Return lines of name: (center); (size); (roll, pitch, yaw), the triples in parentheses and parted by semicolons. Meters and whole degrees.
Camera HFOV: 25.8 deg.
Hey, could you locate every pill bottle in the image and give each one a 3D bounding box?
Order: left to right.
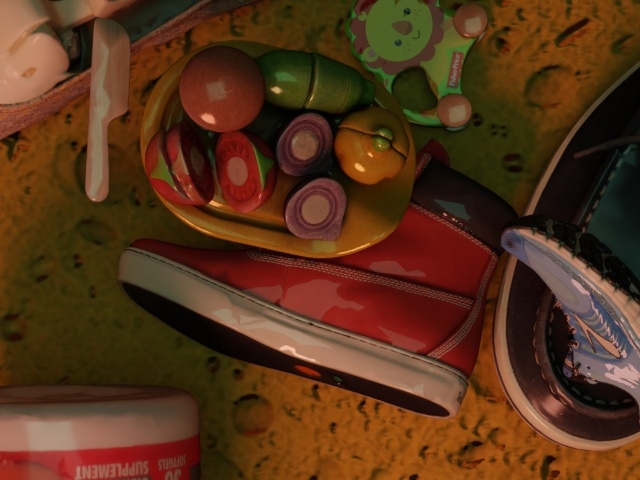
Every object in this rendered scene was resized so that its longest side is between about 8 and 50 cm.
pill bottle: (-0.161, 0.252, 0.868); (0.176, 0.176, 0.318); (-1, 89, -1)

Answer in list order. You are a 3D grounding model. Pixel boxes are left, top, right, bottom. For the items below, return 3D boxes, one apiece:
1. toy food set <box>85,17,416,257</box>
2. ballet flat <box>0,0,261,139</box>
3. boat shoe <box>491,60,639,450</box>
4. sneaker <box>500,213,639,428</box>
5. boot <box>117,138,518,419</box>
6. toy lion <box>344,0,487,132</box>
toy food set: (-0.037, -0.063, 0.850); (0.218, 0.071, 0.128); (11, 83, -12)
ballet flat: (-0.156, -0.159, 0.914); (0.316, 0.106, 0.107); (-30, 89, -1)
boat shoe: (0.292, -0.074, 0.896); (0.187, 0.156, 0.500); (41, 90, 0)
sneaker: (0.164, 0.052, 0.841); (0.162, 0.063, 0.073); (46, 110, 5)
boot: (0.000, 0.000, 0.933); (0.244, 0.088, 0.176); (17, 73, 7)
toy lion: (0.063, -0.130, 0.957); (0.096, 0.034, 0.100); (9, 89, 6)
